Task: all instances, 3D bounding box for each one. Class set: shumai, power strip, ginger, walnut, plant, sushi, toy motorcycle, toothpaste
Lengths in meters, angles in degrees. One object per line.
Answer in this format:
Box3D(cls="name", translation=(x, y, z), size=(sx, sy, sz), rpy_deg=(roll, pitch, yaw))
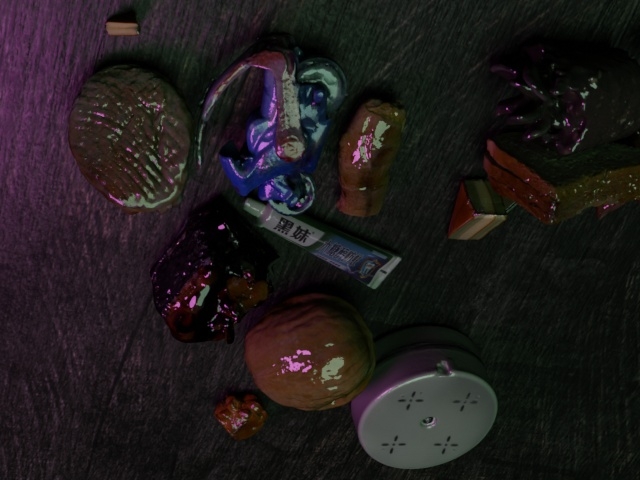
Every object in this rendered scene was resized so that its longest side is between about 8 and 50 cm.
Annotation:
Box3D(cls="shumai", translation=(-0.333, -0.179, 1.752), size=(0.222, 0.203, 0.272), rpy_deg=(1, 96, -4))
Box3D(cls="power strip", translation=(0.229, 0.376, 2.270), size=(0.357, 0.161, 0.357), rpy_deg=(-6, 129, -8))
Box3D(cls="ginger", translation=(0.089, -0.160, 1.863), size=(0.109, 0.116, 0.263), rpy_deg=(27, 133, 18))
Box3D(cls="walnut", translation=(-0.019, 0.242, 2.068), size=(0.282, 0.227, 0.283), rpy_deg=(2, 99, 12))
Box3D(cls="plant", translation=(0.455, -0.263, 1.807), size=(0.276, 0.199, 0.188), rpy_deg=(-4, 124, -18))
Box3D(cls="sushi", translation=(-0.215, 0.089, 1.914), size=(0.227, 0.212, 0.215), rpy_deg=(-32, 128, 13))
Box3D(cls="toy motorcycle", translation=(-0.094, -0.211, 1.755), size=(0.241, 0.182, 0.319), rpy_deg=(23, 113, 14))
Box3D(cls="toothpaste", translation=(0.000, 0.000, 1.990), size=(0.392, 0.061, 0.099), rpy_deg=(26, 115, -31))

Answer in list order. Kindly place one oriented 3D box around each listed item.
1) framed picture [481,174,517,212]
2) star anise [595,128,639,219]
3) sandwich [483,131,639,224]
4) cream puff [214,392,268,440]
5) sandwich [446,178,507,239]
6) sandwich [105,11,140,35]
Box3D(cls="framed picture", translation=(0.401, -0.125, 2.018), size=(0.149, 0.011, 0.109), rpy_deg=(-42, 125, 19))
Box3D(cls="star anise", translation=(0.646, -0.163, 1.997), size=(0.288, 0.088, 0.288), rpy_deg=(-14, 130, -18))
Box3D(cls="sandwich", translation=(0.481, -0.142, 1.879), size=(0.288, 0.254, 0.100), rpy_deg=(-14, 120, -19))
Box3D(cls="cream puff", translation=(-0.186, 0.401, 2.244), size=(0.122, 0.094, 0.116), rpy_deg=(-9, 136, -36))
Box3D(cls="sandwich", translation=(0.319, -0.029, 1.999), size=(0.079, 0.113, 0.163), rpy_deg=(3, 132, -9))
Box3D(cls="sandwich", translation=(-0.326, -0.368, 1.648), size=(0.083, 0.044, 0.031), rpy_deg=(11, 133, 34))
